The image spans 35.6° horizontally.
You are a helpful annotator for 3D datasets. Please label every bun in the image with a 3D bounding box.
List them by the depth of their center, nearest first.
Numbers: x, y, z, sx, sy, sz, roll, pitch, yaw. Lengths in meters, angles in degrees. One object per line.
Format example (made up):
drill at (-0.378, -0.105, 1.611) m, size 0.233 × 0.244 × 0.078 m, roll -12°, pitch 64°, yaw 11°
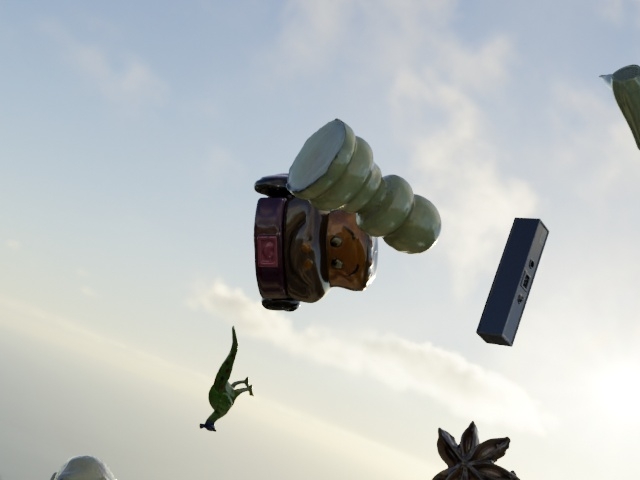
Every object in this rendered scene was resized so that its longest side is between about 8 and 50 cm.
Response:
bun at (-0.383, 0.451, 1.549) m, size 0.141 × 0.239 × 0.239 m, roll 24°, pitch -10°, yaw -11°

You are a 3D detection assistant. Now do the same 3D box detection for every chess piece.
chess piece at (0.080, -0.061, 1.493) m, size 0.243 × 0.133 × 0.133 m, roll 35°, pitch -15°, yaw -25°

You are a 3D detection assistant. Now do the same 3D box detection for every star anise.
star anise at (0.325, 0.483, 2.096) m, size 0.196 × 0.212 × 0.073 m, roll 4°, pitch -34°, yaw 23°

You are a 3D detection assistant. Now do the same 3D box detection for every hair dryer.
hair dryer at (0.657, -0.301, 2.163) m, size 0.237 × 0.075 × 0.206 m, roll -104°, pitch 169°, yaw -62°

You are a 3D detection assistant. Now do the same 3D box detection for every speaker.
speaker at (0.280, 0.058, 1.444) m, size 0.046 × 0.191 × 0.040 m, roll 5°, pitch -27°, yaw 39°

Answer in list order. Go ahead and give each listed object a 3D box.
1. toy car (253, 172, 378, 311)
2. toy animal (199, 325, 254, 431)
toy car at (0.000, 0.000, 1.988) m, size 0.240 × 0.271 × 0.340 m, roll 0°, pitch 8°, yaw 10°
toy animal at (-0.140, 0.227, 1.643) m, size 0.075 × 0.217 × 0.041 m, roll 2°, pitch 33°, yaw -31°
